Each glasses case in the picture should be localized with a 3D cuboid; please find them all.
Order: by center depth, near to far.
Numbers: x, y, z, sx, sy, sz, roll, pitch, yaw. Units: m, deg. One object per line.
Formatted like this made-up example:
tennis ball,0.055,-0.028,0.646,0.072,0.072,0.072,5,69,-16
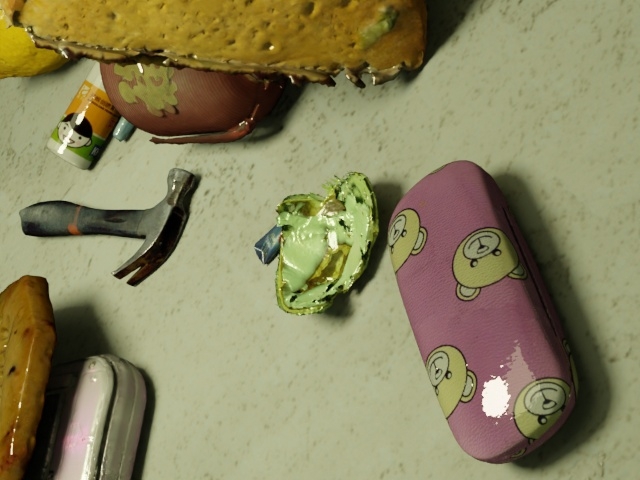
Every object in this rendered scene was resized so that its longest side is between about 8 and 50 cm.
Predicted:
glasses case,0.141,0.058,1.545,0.123,0.076,0.316,-39,44,22

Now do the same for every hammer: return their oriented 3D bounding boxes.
hammer,-0.266,-0.017,2.043,0.290,0.037,0.137,1,66,46

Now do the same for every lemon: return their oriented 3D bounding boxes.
lemon,-0.376,-0.315,2.222,0.256,0.188,0.188,-55,40,6

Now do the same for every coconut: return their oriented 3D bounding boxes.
coconut,0.005,0.001,1.737,0.158,0.055,0.133,-54,39,4

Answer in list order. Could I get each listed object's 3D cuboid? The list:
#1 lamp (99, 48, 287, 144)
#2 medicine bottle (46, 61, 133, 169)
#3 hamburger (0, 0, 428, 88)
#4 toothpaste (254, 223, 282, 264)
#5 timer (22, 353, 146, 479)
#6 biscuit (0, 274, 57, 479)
lamp,-0.142,-0.195,1.924,0.258,0.180,0.180,-4,64,44
medicine bottle,-0.246,-0.186,2.115,0.092,0.061,0.220,32,91,26
hamburger,-0.088,-0.340,1.723,0.268,0.445,0.287,-100,22,-44
toothpaste,-0.038,-0.010,1.817,0.083,0.019,0.027,-44,66,19
timer,-0.275,0.228,1.882,0.191,0.069,0.208,-17,57,42
biscuit,-0.382,0.207,1.945,0.359,0.046,0.359,-45,35,44
